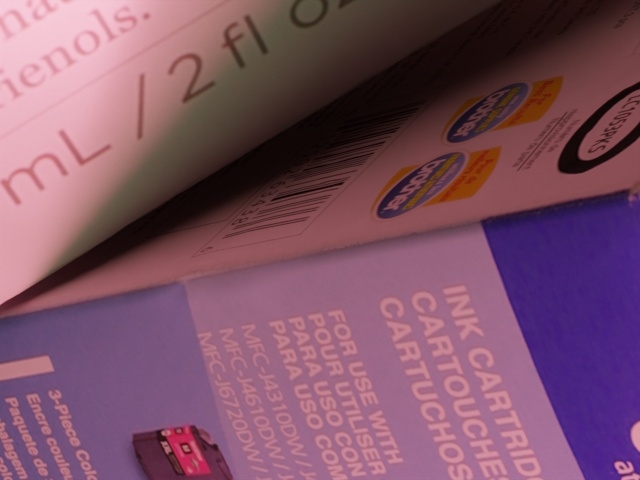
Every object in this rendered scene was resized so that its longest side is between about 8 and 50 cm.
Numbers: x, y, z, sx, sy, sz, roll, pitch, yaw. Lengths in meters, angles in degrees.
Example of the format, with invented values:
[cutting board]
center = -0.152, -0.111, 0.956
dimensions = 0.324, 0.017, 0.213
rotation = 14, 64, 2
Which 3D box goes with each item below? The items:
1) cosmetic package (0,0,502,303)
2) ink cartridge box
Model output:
[cosmetic package]
center = -0.147, -0.237, 0.575
dimensions = 0.329, 0.327, 0.394
rotation = -32, 134, -2
[ink cartridge box]
center = 0.062, 0.003, 0.660
dimensions = 0.270, 0.395, 0.151
rotation = -48, 117, -47
